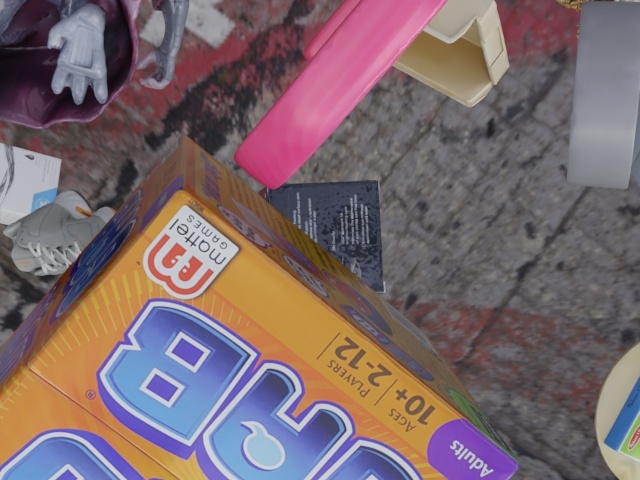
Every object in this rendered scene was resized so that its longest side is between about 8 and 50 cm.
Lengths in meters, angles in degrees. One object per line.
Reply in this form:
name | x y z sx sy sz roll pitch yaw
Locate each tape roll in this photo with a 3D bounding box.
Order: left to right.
tape roll | 0.336 -0.172 1.236 0.072 0.219 0.219 6 81 14

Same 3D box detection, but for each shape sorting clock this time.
shape sorting clock | 0.415 0.200 1.208 0.206 0.040 0.206 -2 100 -11

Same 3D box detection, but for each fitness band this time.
fitness band | 0.039 -0.157 0.770 0.054 0.209 0.291 38 113 -9

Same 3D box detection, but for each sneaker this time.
sneaker | -0.317 0.014 1.310 0.121 0.262 0.099 -26 112 -24

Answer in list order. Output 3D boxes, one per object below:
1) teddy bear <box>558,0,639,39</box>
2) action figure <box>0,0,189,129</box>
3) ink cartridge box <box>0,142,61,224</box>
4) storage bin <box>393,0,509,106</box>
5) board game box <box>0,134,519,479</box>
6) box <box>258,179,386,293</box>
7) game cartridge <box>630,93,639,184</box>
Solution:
teddy bear | 0.574 -0.428 1.920 0.338 0.113 0.245 28 126 3
action figure | -0.231 -0.266 0.932 0.248 0.275 0.370 19 48 -5
ink cartridge box | -0.480 -0.087 1.531 0.180 0.060 0.104 14 68 -31
storage bin | 0.201 -0.393 1.924 0.260 0.262 0.123 33 84 23
board game box | -0.106 0.164 0.977 0.356 0.356 0.356 40 95 -13
box | 0.000 0.000 1.446 0.158 0.093 0.155 -2 88 -12
game cartridge | 0.497 -0.091 1.340 0.062 0.198 0.297 -24 60 -15
